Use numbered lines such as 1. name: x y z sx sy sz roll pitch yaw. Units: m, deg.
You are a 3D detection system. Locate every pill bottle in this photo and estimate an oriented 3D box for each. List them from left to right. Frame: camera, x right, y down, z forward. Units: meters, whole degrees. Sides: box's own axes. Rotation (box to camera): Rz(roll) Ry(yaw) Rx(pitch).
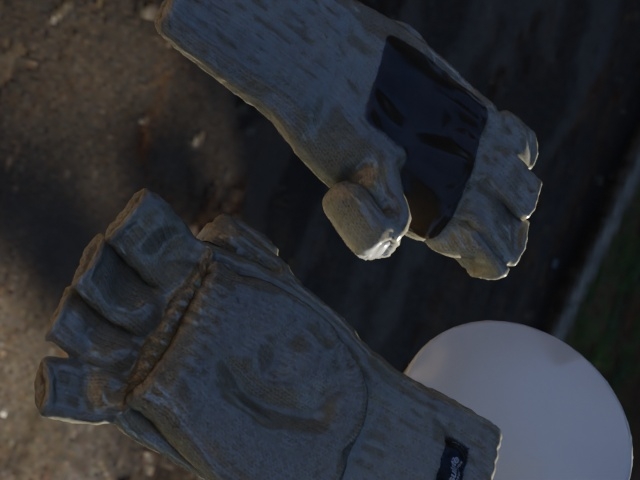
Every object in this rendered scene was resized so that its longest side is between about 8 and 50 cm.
1. pill bottle: 0.093 0.230 1.114 0.210 0.210 0.363 -55 173 -38

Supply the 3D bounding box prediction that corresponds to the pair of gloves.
1. pair of gloves: 0.000 0.000 0.596 0.204 0.042 0.240 28 60 -27
